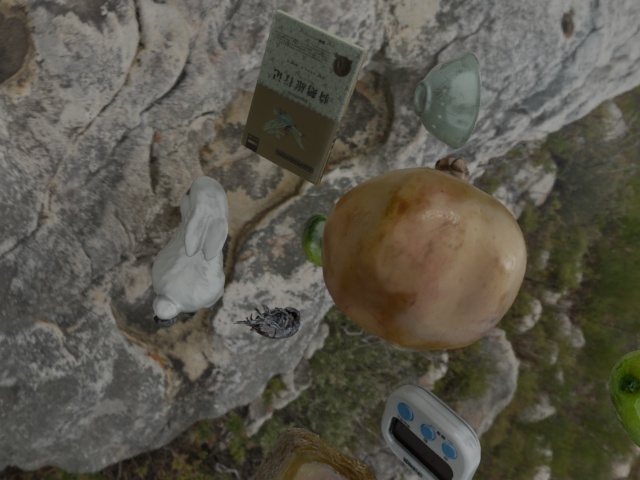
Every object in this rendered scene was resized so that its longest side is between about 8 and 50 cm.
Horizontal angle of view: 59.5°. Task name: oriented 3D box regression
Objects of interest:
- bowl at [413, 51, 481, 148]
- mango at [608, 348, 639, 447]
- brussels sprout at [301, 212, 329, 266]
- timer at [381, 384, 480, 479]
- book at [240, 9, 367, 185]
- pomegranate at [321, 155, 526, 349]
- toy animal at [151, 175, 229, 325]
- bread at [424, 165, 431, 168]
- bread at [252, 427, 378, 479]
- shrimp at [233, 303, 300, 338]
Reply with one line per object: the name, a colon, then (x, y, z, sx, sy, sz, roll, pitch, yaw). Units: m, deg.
bowl: (0.391, -0.460, 1.835, 0.146, 0.313, 0.313, 1, 101, -10)
mango: (0.744, 0.366, 1.224, 0.192, 0.156, 0.343, -48, 123, -13)
brussels sprout: (0.004, -0.001, 1.565, 0.118, 0.155, 0.155, -20, 118, 7)
timer: (0.271, 0.492, 1.394, 0.087, 0.262, 0.237, -27, 139, -34)
book: (-0.046, -0.298, 1.198, 0.021, 0.217, 0.310, -38, 154, -56)
pomegranate: (0.213, 0.021, 1.129, 0.412, 0.411, 0.411, -10, 107, -34)
toy animal: (-0.322, 0.019, 1.437, 0.194, 0.258, 0.357, 15, 121, -6)
bread: (0.287, -0.066, 1.886, 0.207, 0.279, 0.279, -23, 83, -44)
bread: (-0.010, 0.398, 0.827, 0.195, 0.246, 0.176, 35, 81, 0)
shrimp: (-0.092, 0.146, 1.018, 0.165, 0.057, 0.065, 22, 54, -52)
